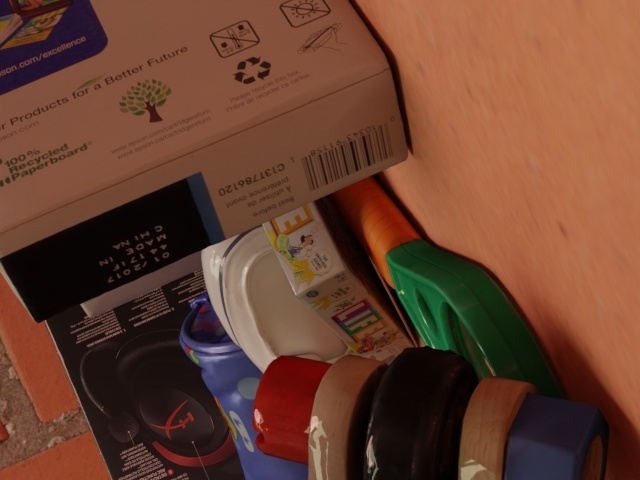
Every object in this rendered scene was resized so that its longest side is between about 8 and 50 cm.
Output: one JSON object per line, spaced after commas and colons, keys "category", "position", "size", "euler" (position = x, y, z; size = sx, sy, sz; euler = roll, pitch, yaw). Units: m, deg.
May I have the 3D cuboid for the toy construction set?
{"category": "toy construction set", "position": [-0.027, 0.199, 0.433], "size": [0.257, 0.309, 0.237], "euler": [-89, -10, -47]}

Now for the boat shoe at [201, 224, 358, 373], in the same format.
{"category": "boat shoe", "position": [0.011, 0.068, 0.800], "size": [0.076, 0.083, 0.226], "euler": [42, 171, 48]}

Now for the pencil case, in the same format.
{"category": "pencil case", "position": [-0.009, 0.153, 0.999], "size": [0.133, 0.119, 0.306], "euler": [17, 135, 48]}

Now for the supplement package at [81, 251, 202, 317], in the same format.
{"category": "supplement package", "position": [-0.136, -0.100, 0.892], "size": [0.293, 0.175, 0.177], "euler": [81, 163, -67]}

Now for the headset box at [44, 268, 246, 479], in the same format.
{"category": "headset box", "position": [-0.090, 0.138, 1.169], "size": [0.110, 0.218, 0.293], "euler": [116, 130, -83]}

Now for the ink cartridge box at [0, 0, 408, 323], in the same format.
{"category": "ink cartridge box", "position": [-0.104, -0.126, 0.602], "size": [0.065, 0.165, 0.333], "euler": [73, 172, -51]}

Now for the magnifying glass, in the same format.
{"category": "magnifying glass", "position": [0.047, 0.022, 0.553], "size": [0.231, 0.026, 0.092], "euler": [54, 166, 54]}

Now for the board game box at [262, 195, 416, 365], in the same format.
{"category": "board game box", "position": [0.000, 0.000, 0.668], "size": [0.103, 0.026, 0.154], "euler": [63, -174, 23]}
